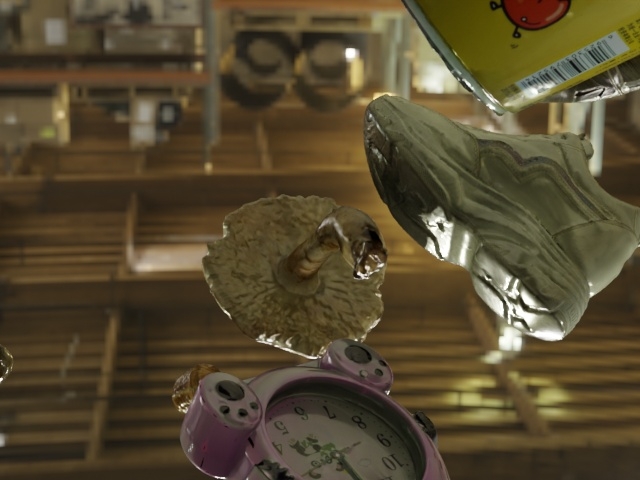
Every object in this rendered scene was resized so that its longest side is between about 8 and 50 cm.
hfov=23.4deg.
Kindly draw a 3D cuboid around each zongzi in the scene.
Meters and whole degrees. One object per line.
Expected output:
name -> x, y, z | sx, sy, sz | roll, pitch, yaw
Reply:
zongzi -> 0.241, -0.172, 1.462 | 0.184, 0.084, 0.187 | -20, -170, 1

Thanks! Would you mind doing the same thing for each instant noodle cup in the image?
instant noodle cup -> 0.177, -0.261, 1.154 | 0.254, 0.326, 0.325 | -33, -173, 16

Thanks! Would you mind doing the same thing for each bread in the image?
bread -> -0.152, 0.183, 1.903 | 0.044, 0.052, 0.157 | 4, 168, -14

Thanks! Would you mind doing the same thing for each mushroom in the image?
mushroom -> 0.018, 0.015, 1.875 | 0.301, 0.233, 0.208 | -22, 142, 38

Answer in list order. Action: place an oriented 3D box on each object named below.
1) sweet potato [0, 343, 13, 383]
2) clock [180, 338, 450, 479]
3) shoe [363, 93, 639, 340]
sweet potato -> -0.459, 0.166, 1.980 | 0.075, 0.075, 0.273 | -11, -178, -38
clock -> 0.016, 0.211, 1.421 | 0.227, 0.090, 0.248 | -12, -132, -41
shoe -> 0.207, -0.061, 1.709 | 0.210, 0.132, 0.342 | -36, -113, -22
